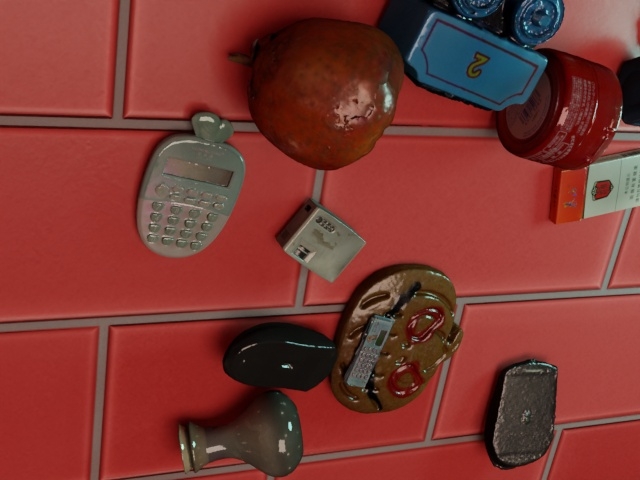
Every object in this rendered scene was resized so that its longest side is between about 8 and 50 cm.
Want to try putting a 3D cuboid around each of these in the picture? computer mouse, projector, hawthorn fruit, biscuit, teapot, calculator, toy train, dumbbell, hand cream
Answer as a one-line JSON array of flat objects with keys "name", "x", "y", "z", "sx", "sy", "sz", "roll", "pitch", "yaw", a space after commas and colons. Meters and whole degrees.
[{"name": "computer mouse", "x": 0.488, "y": 0.423, "z": 2.256, "sx": 0.168, "sy": 0.087, "sz": 0.295, "roll": 3, "pitch": 102, "yaw": -18}, {"name": "projector", "x": 0.000, "y": 0.000, "z": 1.827, "sx": 0.147, "sy": 0.061, "sz": 0.115, "roll": 36, "pitch": 97, "yaw": -34}, {"name": "hawthorn fruit", "x": -0.019, "y": -0.265, "z": 1.582, "sx": 0.308, "sy": 0.276, "sz": 0.276, "roll": 19, "pitch": 109, "yaw": 0}, {"name": "biscuit", "x": 0.178, "y": 0.224, "z": 2.025, "sx": 0.314, "sy": 0.063, "sz": 0.367, "roll": 5, "pitch": 113, "yaw": -24}, {"name": "teapot", "x": -0.166, "y": 0.416, "z": 1.916, "sx": 0.251, "sy": 0.183, "sz": 0.183, "roll": -9, "pitch": 119, "yaw": -8}, {"name": "computer mouse", "x": -0.091, "y": 0.233, "z": 1.894, "sx": 0.270, "sy": 0.086, "sz": 0.137, "roll": 14, "pitch": 118, "yaw": -38}, {"name": "calculator", "x": 0.102, "y": 0.238, "z": 1.957, "sx": 0.057, "sy": 0.018, "sz": 0.172, "roll": 15, "pitch": 108, "yaw": -24}, {"name": "toy train", "x": 0.269, "y": -0.387, "z": 1.674, "sx": 0.300, "sy": 0.188, "sz": 0.265, "roll": 14, "pitch": 114, "yaw": -31}, {"name": "dumbbell", "x": 0.787, "y": -0.301, "z": 1.969, "sx": 0.316, "sy": 0.156, "sz": 0.143, "roll": 7, "pitch": 142, "yaw": -27}, {"name": "calculator", "x": -0.238, "y": -0.100, "z": 1.683, "sx": 0.184, "sy": 0.042, "sz": 0.295, "roll": 11, "pitch": 113, "yaw": -28}, {"name": "hand cream", "x": 0.462, "y": -0.256, "z": 1.799, "sx": 0.149, "sy": 0.230, "sz": 0.230, "roll": 8, "pitch": 112, "yaw": -26}]

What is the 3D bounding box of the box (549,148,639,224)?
[{"name": "box", "x": 0.630, "y": -0.122, "z": 2.058, "sx": 0.245, "sy": 0.035, "sz": 0.139, "roll": -12, "pitch": 120, "yaw": -19}]
